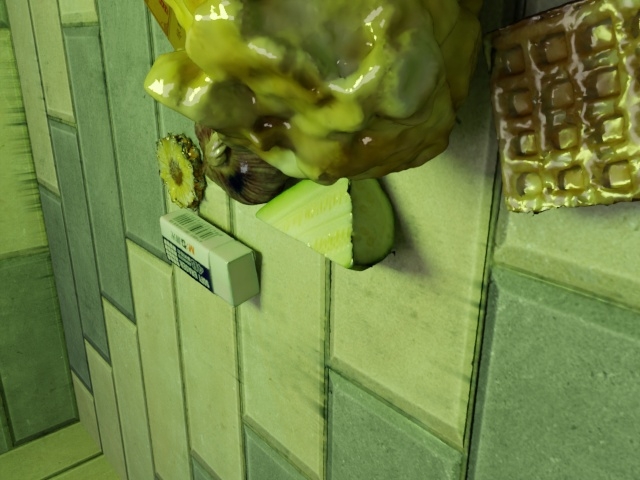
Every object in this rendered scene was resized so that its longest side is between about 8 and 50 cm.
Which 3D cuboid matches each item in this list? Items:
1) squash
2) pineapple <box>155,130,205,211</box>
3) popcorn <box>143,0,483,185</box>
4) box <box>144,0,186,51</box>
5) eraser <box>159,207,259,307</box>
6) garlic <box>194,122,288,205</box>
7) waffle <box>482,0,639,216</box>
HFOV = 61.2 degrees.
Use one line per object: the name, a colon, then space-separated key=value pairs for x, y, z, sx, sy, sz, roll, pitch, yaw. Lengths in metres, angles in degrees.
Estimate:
squash: x=0.000 y=0.000 z=0.933 sx=0.288 sy=0.111 sz=0.203 roll=-28 pitch=54 yaw=46
pineapple: x=-0.345 y=-0.172 z=1.349 sx=0.221 sy=0.047 sz=0.221 roll=26 pitch=126 yaw=43
popcorn: x=0.012 y=-0.252 z=0.618 sx=0.344 sy=0.390 sz=0.354 roll=19 pitch=127 yaw=27
box: x=-0.249 y=-0.527 z=1.025 sx=0.415 sy=0.115 sz=0.264 roll=57 pitch=146 yaw=22
eraser: x=-0.266 y=0.034 z=1.272 sx=0.287 sy=0.086 sz=0.130 roll=28 pitch=134 yaw=40
garlic: x=-0.154 y=-0.176 z=1.022 sx=0.245 sy=0.160 sz=0.245 roll=30 pitch=133 yaw=37
waffle: x=0.322 y=-0.139 z=0.522 sx=0.308 sy=0.091 sz=0.213 roll=-1 pitch=102 yaw=52
